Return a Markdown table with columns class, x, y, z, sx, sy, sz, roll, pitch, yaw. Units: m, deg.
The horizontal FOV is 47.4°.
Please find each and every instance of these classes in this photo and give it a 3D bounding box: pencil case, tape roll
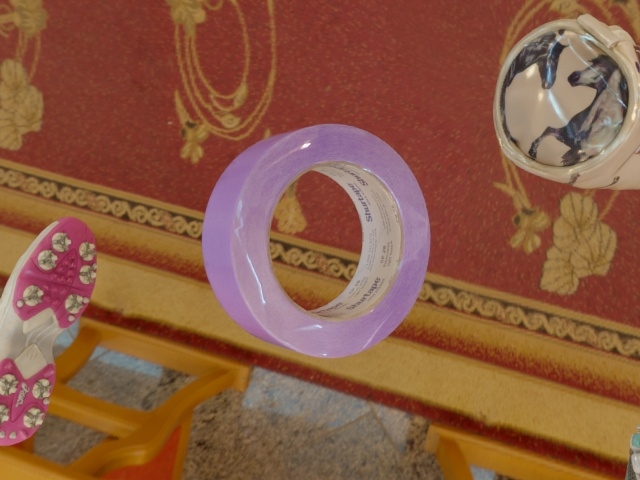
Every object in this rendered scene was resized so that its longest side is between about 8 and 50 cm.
| class | x | y | z | sx | sy | sz | roll | pitch | yaw |
| --- | --- | --- | --- | --- | --- | --- | --- | --- | --- |
| pencil case | 0.377 | -0.148 | 0.824 | 0.160 | 0.411 | 0.183 | 48 | 128 | 39 |
| tape roll | 0.000 | 0.000 | 0.887 | 0.090 | 0.275 | 0.274 | 2 | 106 | 59 |

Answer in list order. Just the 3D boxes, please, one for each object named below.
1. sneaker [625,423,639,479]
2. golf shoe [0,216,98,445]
| class | x | y | z | sx | sy | sz | roll | pitch | yaw |
| --- | --- | --- | --- | --- | --- | --- | --- | --- | --- |
| sneaker | 0.265 | 0.224 | 0.559 | 0.065 | 0.076 | 0.166 | 4 | 71 | 12 |
| golf shoe | -0.399 | 0.107 | 0.961 | 0.140 | 0.115 | 0.306 | 1 | 64 | 35 |
